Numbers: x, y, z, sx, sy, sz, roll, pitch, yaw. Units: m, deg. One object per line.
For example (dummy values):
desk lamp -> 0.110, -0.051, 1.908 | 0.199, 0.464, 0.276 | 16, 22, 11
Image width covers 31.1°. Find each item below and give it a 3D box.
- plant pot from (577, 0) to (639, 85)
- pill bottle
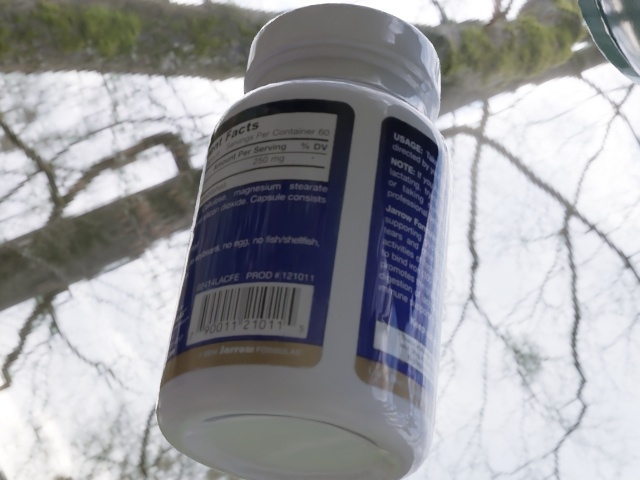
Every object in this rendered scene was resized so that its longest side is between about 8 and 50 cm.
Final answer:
plant pot -> 0.283, -0.185, 0.710 | 0.196, 0.293, 0.293 | 2, -66, 63
pill bottle -> 0.000, 0.000, 0.680 | 0.153, 0.153, 0.264 | 124, -22, -59
